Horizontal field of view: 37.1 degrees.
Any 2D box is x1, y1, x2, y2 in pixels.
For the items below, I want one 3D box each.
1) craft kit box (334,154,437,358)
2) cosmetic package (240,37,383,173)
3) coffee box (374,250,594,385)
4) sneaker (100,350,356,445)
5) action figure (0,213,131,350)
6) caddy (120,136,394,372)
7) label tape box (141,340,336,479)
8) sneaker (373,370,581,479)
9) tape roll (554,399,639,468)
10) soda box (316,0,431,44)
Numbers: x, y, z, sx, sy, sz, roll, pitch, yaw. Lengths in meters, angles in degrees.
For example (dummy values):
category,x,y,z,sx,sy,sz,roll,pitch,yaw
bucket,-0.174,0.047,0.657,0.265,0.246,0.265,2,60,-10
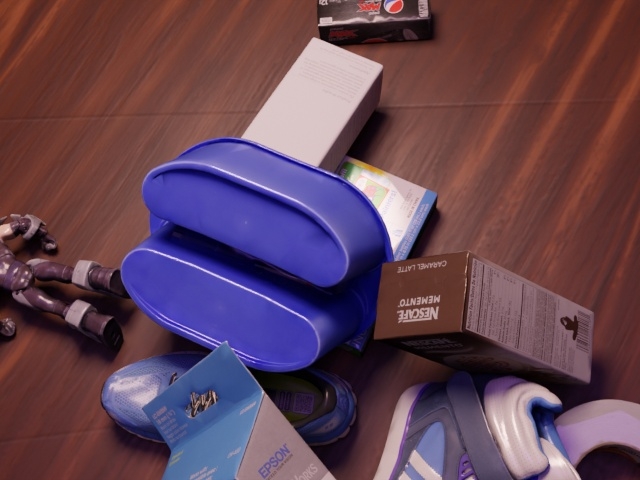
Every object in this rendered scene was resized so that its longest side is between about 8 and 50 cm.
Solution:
category,x,y,z,sx,sy,sz,roll,pitch,yaw
craft kit box,0.000,0.000,1.321,0.247,0.061,0.249,25,75,11
cosmetic package,-0.014,-0.161,1.310,0.117,0.085,0.231,25,63,14
coffee box,0.200,0.102,1.149,0.141,0.246,0.098,-13,62,48
sneaker,-0.123,0.191,1.214,0.330,0.147,0.129,-1,70,7
action figure,-0.402,0.059,1.318,0.285,0.099,0.185,17,80,15
caddy,-0.078,0.012,1.195,0.341,0.179,0.241,23,108,13
label tape box,-0.085,0.309,1.067,0.333,0.241,0.106,50,46,1
sneaker,0.180,0.309,1.102,0.236,0.130,0.322,-8,58,43
tape roll,0.358,0.310,1.167,0.219,0.072,0.219,-2,69,5
soda box,0.080,-0.334,1.428,0.169,0.060,0.053,-3,69,5
